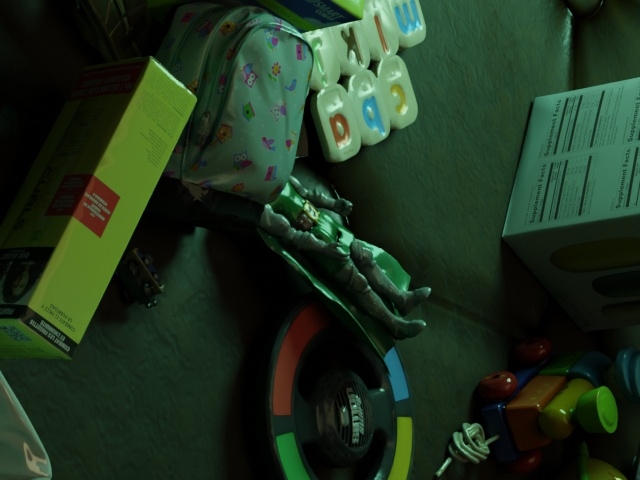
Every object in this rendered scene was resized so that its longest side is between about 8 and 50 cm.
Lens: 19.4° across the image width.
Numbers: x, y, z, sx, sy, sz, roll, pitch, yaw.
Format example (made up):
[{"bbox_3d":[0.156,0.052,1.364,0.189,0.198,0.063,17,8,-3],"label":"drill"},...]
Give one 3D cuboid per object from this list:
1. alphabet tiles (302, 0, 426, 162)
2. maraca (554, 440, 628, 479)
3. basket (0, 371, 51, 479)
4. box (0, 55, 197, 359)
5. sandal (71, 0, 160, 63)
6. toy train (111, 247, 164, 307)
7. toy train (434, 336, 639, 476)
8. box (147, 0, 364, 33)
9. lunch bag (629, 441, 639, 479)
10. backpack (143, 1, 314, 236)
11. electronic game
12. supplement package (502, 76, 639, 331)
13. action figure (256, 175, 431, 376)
[{"bbox_3d":[0.010,-0.224,1.775,0.284,0.021,0.278,-32,108,-53],"label":"alphabet tiles"},{"bbox_3d":[0.289,0.284,1.987,0.186,0.099,0.127,-63,143,-76],"label":"maraca"},{"bbox_3d":[-0.272,0.124,1.221,0.113,0.103,0.167,-52,123,-46],"label":"basket"},{"bbox_3d":[-0.178,-0.024,1.372,0.058,0.087,0.232,44,59,-35],"label":"box"},{"bbox_3d":[-0.168,-0.182,1.495,0.072,0.049,0.180,-51,139,-35],"label":"sandal"},{"bbox_3d":[-0.169,-0.012,1.468,0.158,0.027,0.036,60,29,-26],"label":"toy train"},{"bbox_3d":[0.232,0.180,1.883,0.248,0.143,0.105,-36,111,-52],"label":"toy train"},{"bbox_3d":[-0.048,-0.205,1.550,0.109,0.178,0.042,25,62,-49],"label":"box"},{"bbox_3d":[0.381,0.274,2.151,0.083,0.053,0.071,76,25,-55],"label":"lunch bag"},{"bbox_3d":[-0.081,-0.100,1.507,0.152,0.115,0.182,17,87,-60],"label":"backpack"},{"bbox_3d":[0.017,0.157,1.669,0.229,0.048,0.229,17,69,-52],"label":"electronic game"},{"bbox_3d":[0.372,-0.044,2.030,0.199,0.262,0.198,46,48,-39],"label":"supplement package"},{"bbox_3d":[0.000,0.000,1.643,0.232,0.063,0.137,40,31,-21],"label":"action figure"}]
